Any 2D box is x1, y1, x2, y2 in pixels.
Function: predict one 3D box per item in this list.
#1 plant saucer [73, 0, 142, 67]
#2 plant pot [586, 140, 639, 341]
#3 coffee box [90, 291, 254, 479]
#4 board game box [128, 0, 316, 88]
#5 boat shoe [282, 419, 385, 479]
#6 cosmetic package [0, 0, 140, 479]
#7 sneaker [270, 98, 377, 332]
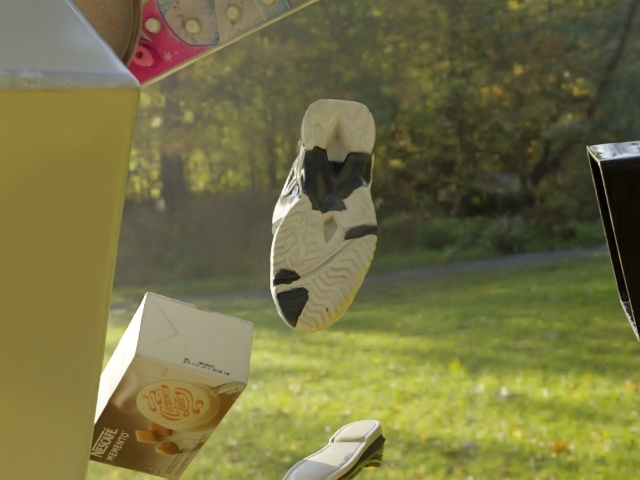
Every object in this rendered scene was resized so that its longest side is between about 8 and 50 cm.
[{"bbox_3d":[-0.217,-0.179,0.957,0.168,0.168,0.029,-4,0,12],"label":"plant saucer"},{"bbox_3d":[0.385,-0.021,1.257,0.167,0.188,0.187,-14,7,10],"label":"plant pot"},{"bbox_3d":[-0.194,0.185,1.474,0.141,0.098,0.246,19,-44,-17],"label":"coffee box"},{"bbox_3d":[-0.126,-0.392,1.160,0.390,0.390,0.050,-25,2,7],"label":"board game box"},{"bbox_3d":[0.022,0.279,1.419,0.075,0.065,0.206,-6,13,30],"label":"boat shoe"},{"bbox_3d":[-0.247,-0.069,0.591,0.161,0.230,0.453,-3,33,-29],"label":"cosmetic package"},{"bbox_3d":[0.000,0.000,1.135,0.094,0.235,0.153,3,-29,-3],"label":"sneaker"}]
